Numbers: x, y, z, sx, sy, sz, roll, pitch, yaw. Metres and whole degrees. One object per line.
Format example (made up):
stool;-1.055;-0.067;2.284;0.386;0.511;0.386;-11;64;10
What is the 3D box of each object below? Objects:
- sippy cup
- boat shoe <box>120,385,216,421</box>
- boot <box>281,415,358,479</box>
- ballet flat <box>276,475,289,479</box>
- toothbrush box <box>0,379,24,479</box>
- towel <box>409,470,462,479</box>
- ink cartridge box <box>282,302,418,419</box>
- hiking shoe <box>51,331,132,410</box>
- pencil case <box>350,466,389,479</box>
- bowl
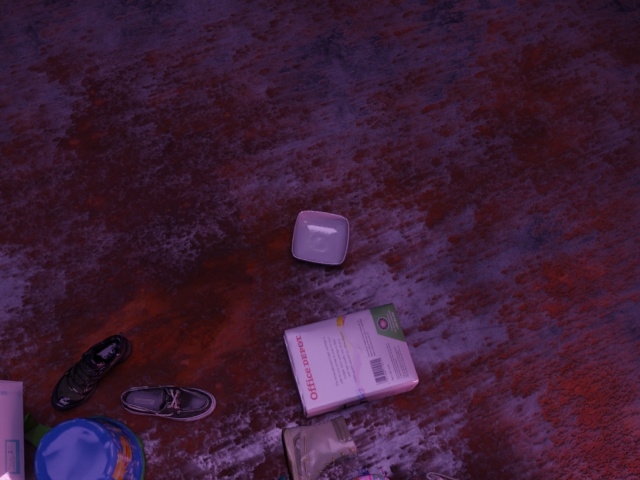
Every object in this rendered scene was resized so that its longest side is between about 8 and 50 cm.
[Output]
sippy cup;-0.508;0.483;1.683;0.305;0.224;0.240;-4;69;-6
boat shoe;-0.355;0.378;1.819;0.219;0.070;0.077;1;68;-4
boot;0.010;0.518;1.787;0.165;0.077;0.213;-11;66;-11
ballet flat;-0.117;0.611;1.761;0.052;0.057;0.168;46;73;-16
toothbrush box;-0.769;0.433;1.654;0.295;0.126;0.216;-24;65;31
towel;0.295;0.541;1.687;0.187;0.282;0.049;15;72;3
ink cartridge box;0.066;0.289;1.861;0.278;0.117;0.201;-13;70;-10
hiking shoe;-0.543;0.297;1.814;0.086;0.114;0.227;39;70;11
pencil case;0.136;0.644;1.690;0.124;0.124;0.284;-14;53;-10
bowl;0.000;0.000;2.007;0.142;0.053;0.142;9;68;0
